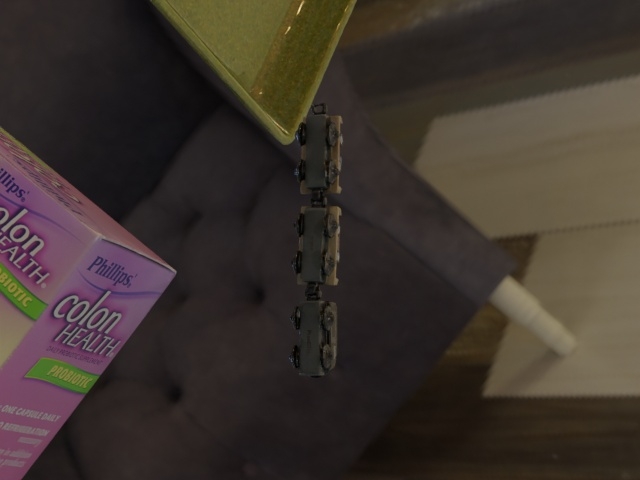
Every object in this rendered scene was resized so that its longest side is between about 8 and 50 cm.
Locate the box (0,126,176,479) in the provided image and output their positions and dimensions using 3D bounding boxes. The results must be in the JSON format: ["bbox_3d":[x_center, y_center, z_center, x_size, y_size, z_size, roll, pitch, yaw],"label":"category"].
[{"bbox_3d":[-0.258,0.044,0.940,0.213,0.117,0.243,37,92,22],"label":"box"}]

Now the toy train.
[{"bbox_3d":[0.000,0.000,0.845,0.027,0.036,0.158,-1,83,18],"label":"toy train"}]

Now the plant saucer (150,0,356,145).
[{"bbox_3d":[-0.047,-0.189,0.959,0.045,0.188,0.188,7,64,36],"label":"plant saucer"}]
